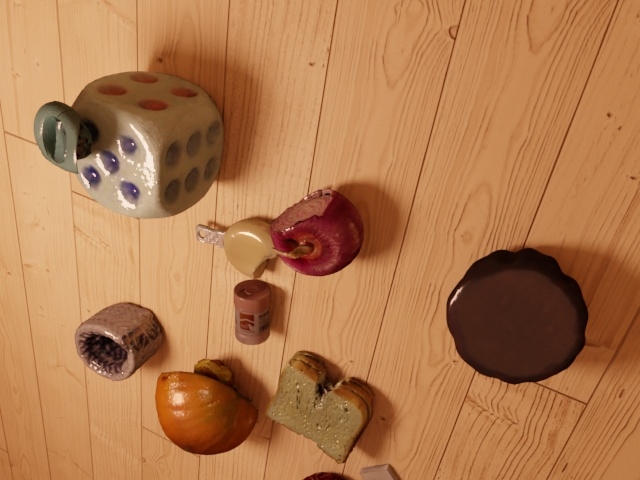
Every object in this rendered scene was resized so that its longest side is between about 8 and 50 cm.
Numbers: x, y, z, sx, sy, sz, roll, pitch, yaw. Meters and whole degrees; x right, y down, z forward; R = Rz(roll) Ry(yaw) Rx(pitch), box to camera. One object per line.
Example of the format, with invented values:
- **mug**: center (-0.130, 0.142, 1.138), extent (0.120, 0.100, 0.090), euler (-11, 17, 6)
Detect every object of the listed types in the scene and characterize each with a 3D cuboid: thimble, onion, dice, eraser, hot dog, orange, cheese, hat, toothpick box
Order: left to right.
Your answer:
- **hat**: center (-0.528, -0.213, 1.319), extent (0.190, 0.077, 0.138), euler (32, 119, 34)
- **thimble**: center (-0.621, 0.307, 1.937), extent (0.245, 0.157, 0.217), euler (-17, 110, 35)
- **dice**: center (-0.397, -0.225, 1.454), extent (0.262, 0.268, 0.265), euler (21, 123, 16)
- **orange**: center (-0.340, 0.492, 1.827), extent (0.274, 0.274, 0.310), euler (-12, 103, 33)
- **hot dog**: center (-0.317, 0.412, 1.871), extent (0.123, 0.093, 0.262), euler (23, 140, 5)
- **cheese**: center (-0.207, -0.006, 1.594), extent (0.248, 0.071, 0.164), euler (33, 127, 10)
- **toothpick box**: center (-0.182, 0.191, 1.670), extent (0.098, 0.098, 0.149), euler (16, 123, 20)
- **onion**: center (0.001, -0.007, 1.425), extent (0.207, 0.200, 0.201), euler (-39, 94, 6)
- **eraser**: center (0.190, 0.714, 1.802), extent (0.103, 0.023, 0.150), euler (-24, 102, 35)

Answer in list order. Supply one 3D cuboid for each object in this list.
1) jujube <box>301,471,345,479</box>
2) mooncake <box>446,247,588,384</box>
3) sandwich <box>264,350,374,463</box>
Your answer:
- **jujube**: center (-0.010, 0.793, 1.825), extent (0.212, 0.232, 0.213), euler (15, 121, 26)
- **mooncake**: center (0.409, 0.153, 1.305), extent (0.282, 0.141, 0.283), euler (7, 111, 20)
- **sandwich**: center (0.003, 0.449, 1.716), extent (0.273, 0.095, 0.249), euler (29, 122, 13)
